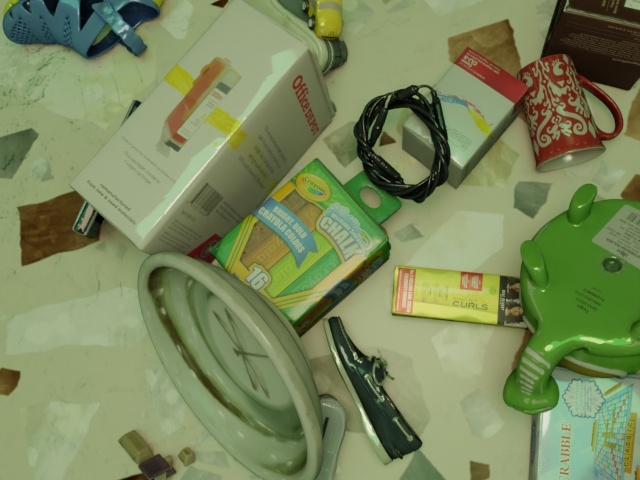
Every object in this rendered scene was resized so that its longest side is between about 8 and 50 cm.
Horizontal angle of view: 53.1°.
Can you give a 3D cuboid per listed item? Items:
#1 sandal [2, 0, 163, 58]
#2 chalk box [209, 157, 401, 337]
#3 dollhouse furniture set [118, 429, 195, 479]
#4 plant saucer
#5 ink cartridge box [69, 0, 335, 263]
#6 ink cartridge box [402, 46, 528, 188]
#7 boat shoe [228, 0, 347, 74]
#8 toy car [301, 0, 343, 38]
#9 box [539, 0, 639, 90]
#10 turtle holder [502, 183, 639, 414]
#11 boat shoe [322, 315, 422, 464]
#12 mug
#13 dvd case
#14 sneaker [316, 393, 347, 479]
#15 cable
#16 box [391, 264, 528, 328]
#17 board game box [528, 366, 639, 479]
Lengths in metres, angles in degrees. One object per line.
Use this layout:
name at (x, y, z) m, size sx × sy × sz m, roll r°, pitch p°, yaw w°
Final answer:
sandal at (-0.453, -0.411, 1.221) m, size 0.317 × 0.126 × 0.138 m, roll -7°, pitch 82°, yaw 7°
chalk box at (0.000, 0.000, 1.051) m, size 0.289 × 0.179 × 0.180 m, roll -42°, pitch 78°, yaw -2°
dollhouse furniture set at (-0.286, 0.378, 1.101) m, size 0.114 × 0.091 × 0.081 m, roll 33°, pitch 127°, yaw 34°
plant saucer at (-0.118, 0.176, 0.954) m, size 0.100 × 0.400 × 0.400 m, roll -34°, pitch 74°, yaw -33°
ink cartridge box at (-0.170, -0.152, 1.053) m, size 0.160 × 0.279 × 0.385 m, roll 39°, pitch 86°, yaw 14°
ink cartridge box at (0.239, -0.202, 1.087) m, size 0.127 × 0.128 × 0.176 m, roll 39°, pitch 85°, yaw 13°
boat shoe at (-0.069, -0.428, 1.204) m, size 0.099 × 0.116 × 0.319 m, roll -21°, pitch 63°, yaw -41°
toy car at (-0.003, -0.483, 1.156) m, size 0.239 × 0.053 × 0.225 m, roll 43°, pitch 54°, yaw 8°
box at (0.479, -0.380, 1.053) m, size 0.167 × 0.203 × 0.169 m, roll 17°, pitch 81°, yaw 10°
turtle holder at (0.405, 0.105, 0.916) m, size 0.243 × 0.227 × 0.320 m, roll 7°, pitch 57°, yaw 20°
boat shoe at (0.081, 0.232, 1.039) m, size 0.079 × 0.095 × 0.255 m, roll -26°, pitch 78°, yaw 3°
mug at (0.411, -0.215, 1.082) m, size 0.150 × 0.113 × 0.169 m, roll -8°, pitch 79°, yaw -28°
dvd case at (-0.364, -0.118, 1.123) m, size 0.029 × 0.179 × 0.239 m, roll 26°, pitch 83°, yaw -13°
sneaker at (-0.015, 0.371, 1.028) m, size 0.094 × 0.091 × 0.258 m, roll 22°, pitch 91°, yaw 4°
cable at (0.129, -0.147, 1.013) m, size 0.150 × 0.047 × 0.185 m, roll -11°, pitch 89°, yaw 21°
box at (0.237, 0.094, 1.065) m, size 0.232 × 0.058 × 0.087 m, roll 6°, pitch 81°, yaw 8°
board game box at (0.485, 0.366, 0.977) m, size 0.317 × 0.066 × 0.319 m, roll 6°, pitch 80°, yaw 8°
